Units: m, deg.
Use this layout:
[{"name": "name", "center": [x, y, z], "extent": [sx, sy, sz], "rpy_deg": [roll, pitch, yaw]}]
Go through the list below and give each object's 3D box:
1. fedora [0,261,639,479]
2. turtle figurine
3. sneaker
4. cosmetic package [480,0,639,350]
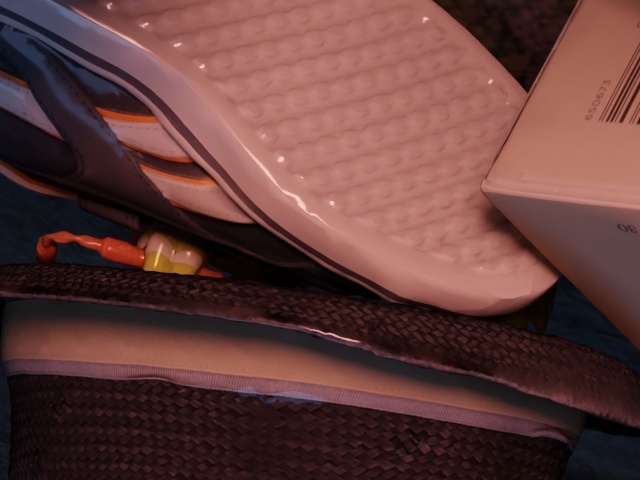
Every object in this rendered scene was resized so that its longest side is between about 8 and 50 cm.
[{"name": "fedora", "center": [-0.024, 0.109, 0.843], "extent": [0.334, 0.152, 0.334], "rpy_deg": [9, 170, 1]}, {"name": "turtle figurine", "center": [0.000, 0.000, 0.941], "extent": [0.217, 0.087, 0.269], "rpy_deg": [7, 176, 16]}, {"name": "sneaker", "center": [-0.048, -0.064, 0.818], "extent": [0.321, 0.126, 0.127], "rpy_deg": [34, 148, -1]}, {"name": "cosmetic package", "center": [0.222, 0.026, 0.776], "extent": [0.160, 0.113, 0.309], "rpy_deg": [8, 152, 50]}]
